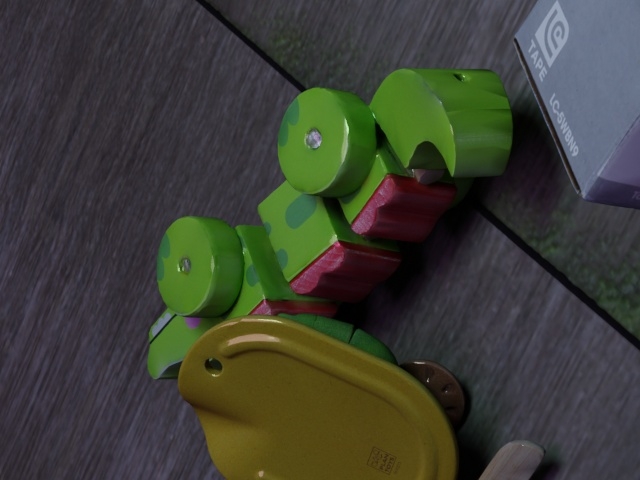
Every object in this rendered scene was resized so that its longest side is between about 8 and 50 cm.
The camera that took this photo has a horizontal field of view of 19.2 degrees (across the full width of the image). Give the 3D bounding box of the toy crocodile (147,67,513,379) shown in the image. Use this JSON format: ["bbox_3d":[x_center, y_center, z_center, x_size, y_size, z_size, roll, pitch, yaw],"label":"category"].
[{"bbox_3d":[0.000,0.000,1.180,0.340,0.115,0.105,-44,54,36],"label":"toy crocodile"}]

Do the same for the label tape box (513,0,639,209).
[{"bbox_3d":[0.265,-0.145,0.747,0.333,0.241,0.106,-59,34,40],"label":"label tape box"}]

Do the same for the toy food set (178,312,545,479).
[{"bbox_3d":[0.024,0.108,1.145,0.218,0.071,0.128,25,121,8],"label":"toy food set"}]
